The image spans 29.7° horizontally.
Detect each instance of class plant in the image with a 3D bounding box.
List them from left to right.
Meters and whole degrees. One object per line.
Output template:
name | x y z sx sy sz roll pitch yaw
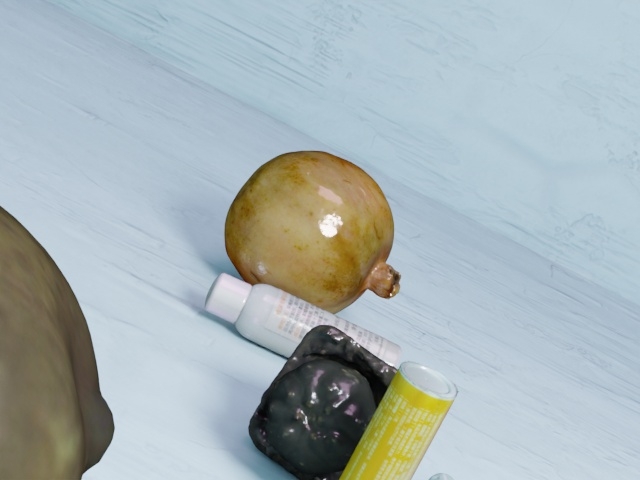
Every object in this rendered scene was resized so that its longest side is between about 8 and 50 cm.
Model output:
plant | 0.015 0.188 1.337 0.142 0.164 0.256 35 2 15

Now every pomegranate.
pomegranate | 0.000 0.000 1.779 0.270 0.229 0.252 39 20 19

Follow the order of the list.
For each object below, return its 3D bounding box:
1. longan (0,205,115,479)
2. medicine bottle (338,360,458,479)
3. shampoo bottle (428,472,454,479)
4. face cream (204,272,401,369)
longan | -0.300 0.110 0.797 0.361 0.361 0.361 25 16 -7
medicine bottle | 0.056 0.223 1.167 0.074 0.218 0.074 24 17 -7
shampoo bottle | 0.141 0.316 1.336 0.069 0.041 0.190 19 16 -6
face cream | -0.026 0.121 1.615 0.269 0.082 0.082 26 16 -4
